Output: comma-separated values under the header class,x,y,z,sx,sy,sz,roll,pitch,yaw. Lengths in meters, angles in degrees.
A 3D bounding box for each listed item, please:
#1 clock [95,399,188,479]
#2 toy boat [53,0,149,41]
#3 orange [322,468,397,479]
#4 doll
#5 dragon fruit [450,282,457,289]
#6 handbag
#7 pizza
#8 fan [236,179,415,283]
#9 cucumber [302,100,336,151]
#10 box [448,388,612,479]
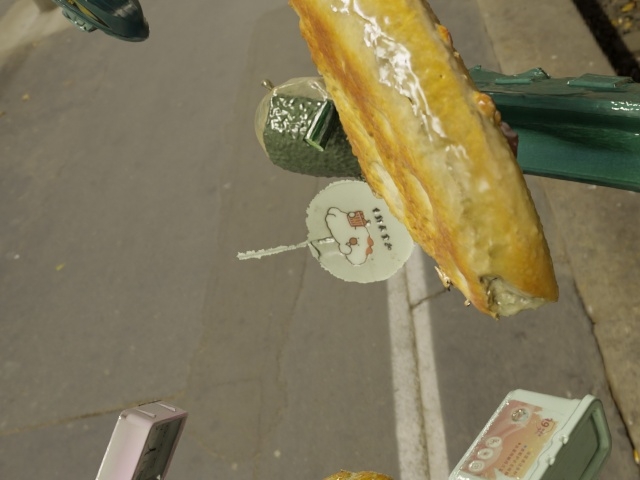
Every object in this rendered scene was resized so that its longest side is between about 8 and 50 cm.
class,x,y,z,sx,sy,sz,roll,pitch,yaw
clock,-0.314,0.371,1.306,0.063,0.197,0.150,19,86,10
toy boat,-0.447,-0.471,1.374,0.122,0.296,0.114,-40,15,54
orange,0.088,0.640,1.517,0.330,0.249,0.329,-2,84,15
doll,0.041,-0.246,1.553,0.350,0.247,0.247,15,51,15
dragon fruit,0.233,0.043,1.032,0.116,0.081,0.086,27,81,1
handbag,0.263,-0.124,0.742,0.327,0.089,0.238,11,24,33
pizza,0.071,-0.090,0.557,0.086,0.226,0.335,-30,79,-5
fan,0.000,0.000,1.251,0.329,0.190,0.009,-13,21,23
cucumber,0.005,-0.225,1.420,0.048,0.048,0.105,9,67,37
box,0.390,0.425,1.383,0.183,0.175,0.312,8,43,47
